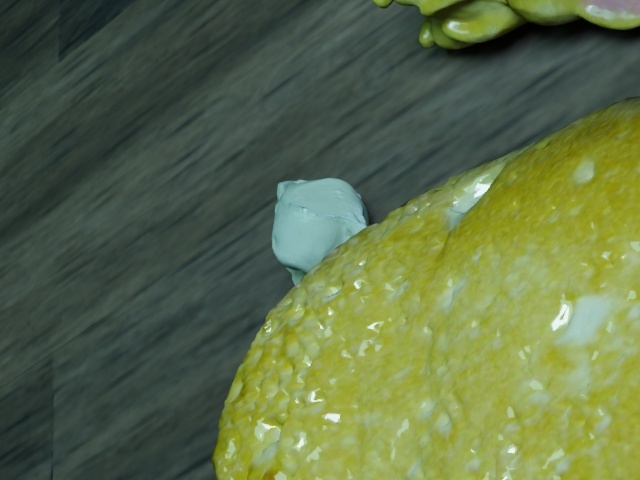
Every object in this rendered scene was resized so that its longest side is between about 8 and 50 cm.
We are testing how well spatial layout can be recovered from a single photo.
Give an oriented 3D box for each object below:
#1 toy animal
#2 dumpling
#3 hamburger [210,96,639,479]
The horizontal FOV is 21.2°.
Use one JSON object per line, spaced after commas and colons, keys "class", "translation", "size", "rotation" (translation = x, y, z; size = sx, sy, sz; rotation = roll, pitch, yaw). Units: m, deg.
{"class": "toy animal", "translation": [0.107, -0.137, 0.849], "size": [0.159, 0.070, 0.083], "rotation": [11, 73, 46]}
{"class": "dumpling", "translation": [0.002, -0.001, 0.901], "size": [0.076, 0.057, 0.052], "rotation": [10, 34, 25]}
{"class": "hamburger", "translation": [0.113, 0.082, 0.609], "size": [0.314, 0.170, 0.290], "rotation": [-27, 51, 34]}
